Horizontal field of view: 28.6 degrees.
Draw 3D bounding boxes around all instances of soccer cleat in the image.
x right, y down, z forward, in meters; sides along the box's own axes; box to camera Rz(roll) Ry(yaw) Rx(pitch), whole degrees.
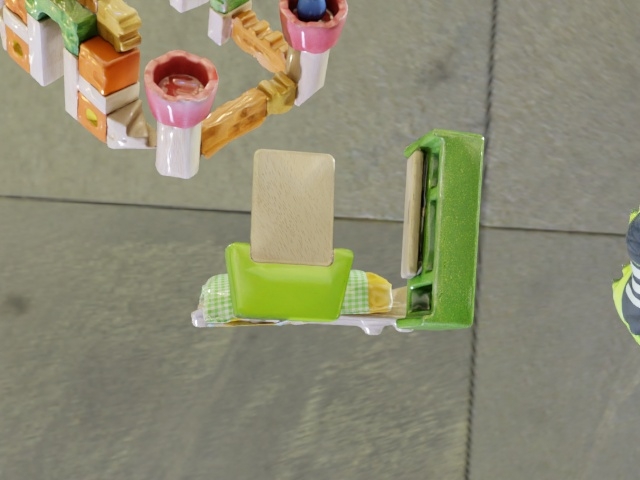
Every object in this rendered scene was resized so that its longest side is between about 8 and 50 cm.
[{"bbox_3d":[0.233,0.022,0.826,0.060,0.179,0.072,-20,63,-5],"label":"soccer cleat"}]

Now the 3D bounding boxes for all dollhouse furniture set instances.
[{"bbox_3d":[0.000,0.000,1.084,0.197,0.301,0.151,3,84,-10],"label":"dollhouse furniture set"}]

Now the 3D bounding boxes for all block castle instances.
[{"bbox_3d":[-0.219,-0.318,1.582,0.453,0.303,0.213,42,147,23],"label":"block castle"}]
